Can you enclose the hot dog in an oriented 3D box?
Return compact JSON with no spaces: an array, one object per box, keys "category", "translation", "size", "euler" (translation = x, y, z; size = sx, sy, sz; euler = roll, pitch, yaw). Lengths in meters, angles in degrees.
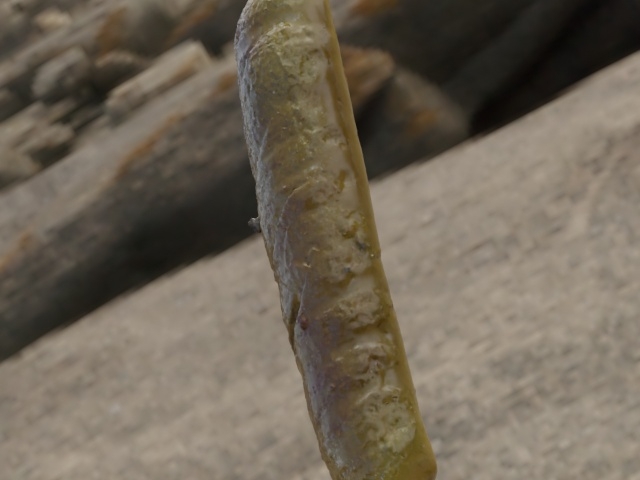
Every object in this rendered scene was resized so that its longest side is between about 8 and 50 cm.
[{"category":"hot dog","translation":[0.004,-0.001,0.935],"size":[0.061,0.286,0.088],"euler":[-10,-15,-16]}]
